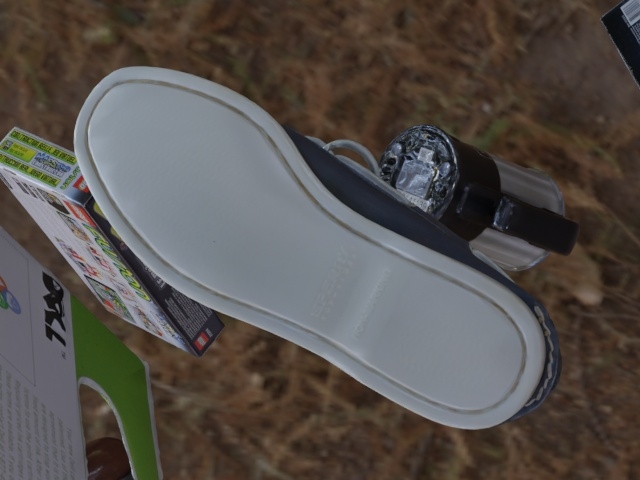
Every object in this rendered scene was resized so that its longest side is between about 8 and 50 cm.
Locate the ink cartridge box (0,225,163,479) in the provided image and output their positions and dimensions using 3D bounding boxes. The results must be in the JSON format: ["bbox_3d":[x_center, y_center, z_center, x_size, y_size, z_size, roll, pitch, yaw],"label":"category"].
[{"bbox_3d":[-0.162,0.048,0.570,0.097,0.255,0.189,-35,34,12],"label":"ink cartridge box"}]

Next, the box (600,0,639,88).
[{"bbox_3d":[0.182,-0.044,0.778,0.027,0.094,0.137,-38,40,19],"label":"box"}]

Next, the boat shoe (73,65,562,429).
[{"bbox_3d":[0.000,0.000,0.795,0.254,0.079,0.095,27,96,18],"label":"boat shoe"}]

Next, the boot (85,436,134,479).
[{"bbox_3d":[-0.274,0.082,1.090,0.264,0.096,0.280,-19,91,1],"label":"boot"}]

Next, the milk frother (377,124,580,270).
[{"bbox_3d":[0.108,0.005,1.298,0.143,0.135,0.129,-56,45,16],"label":"milk frother"}]

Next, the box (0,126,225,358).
[{"bbox_3d":[-0.162,0.004,1.317,0.114,0.207,0.036,24,67,36],"label":"box"}]
